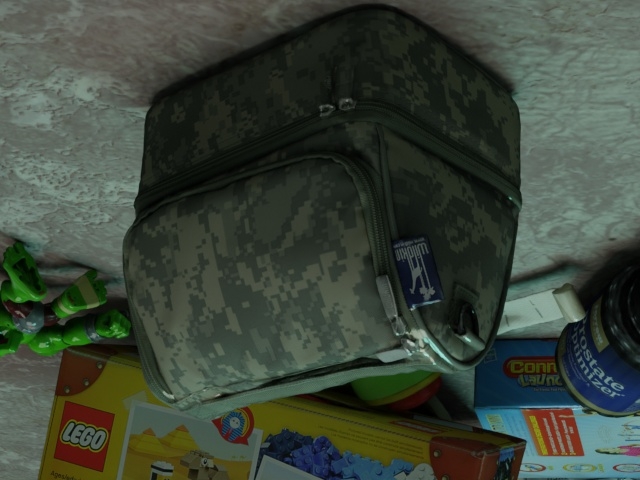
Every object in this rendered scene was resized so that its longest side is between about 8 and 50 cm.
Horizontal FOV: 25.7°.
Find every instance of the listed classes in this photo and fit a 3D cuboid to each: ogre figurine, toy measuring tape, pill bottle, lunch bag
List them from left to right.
[{"bbox_3d":[-0.315,0.069,1.496,0.118,0.096,0.197,-31,151,35],"label":"ogre figurine"},{"bbox_3d":[0.000,0.000,1.088,0.305,0.256,0.212,-17,149,38],"label":"lunch bag"},{"bbox_3d":[0.122,0.115,1.481,0.121,0.121,0.330,24,153,-37],"label":"toy measuring tape"},{"bbox_3d":[0.326,0.092,1.404,0.123,0.122,0.219,7,155,-7],"label":"pill bottle"}]

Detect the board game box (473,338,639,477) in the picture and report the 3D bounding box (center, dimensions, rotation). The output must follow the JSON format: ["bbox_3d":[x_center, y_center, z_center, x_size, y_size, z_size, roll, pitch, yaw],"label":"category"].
[{"bbox_3d":[0.358,0.210,1.707,0.302,0.086,0.308,-2,155,14],"label":"board game box"}]

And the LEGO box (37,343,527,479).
[{"bbox_3d":[-0.064,0.347,1.556,0.500,0.372,0.193,11,180,22],"label":"LEGO box"}]

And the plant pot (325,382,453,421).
[{"bbox_3d":[0.084,0.328,1.794,0.334,0.333,0.305,-8,165,25],"label":"plant pot"}]

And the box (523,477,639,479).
[{"bbox_3d":[0.437,0.341,1.987,0.169,0.087,0.290,-18,148,41],"label":"box"}]
